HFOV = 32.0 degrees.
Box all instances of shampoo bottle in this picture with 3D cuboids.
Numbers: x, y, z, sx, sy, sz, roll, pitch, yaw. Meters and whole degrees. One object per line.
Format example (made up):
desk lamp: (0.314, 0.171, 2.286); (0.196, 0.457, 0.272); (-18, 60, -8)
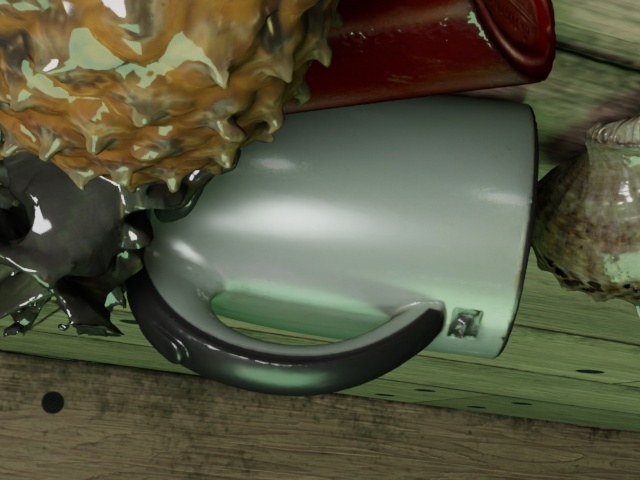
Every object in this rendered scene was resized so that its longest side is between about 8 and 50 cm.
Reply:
shampoo bottle: (-0.021, -0.100, 0.567); (0.260, 0.064, 0.102); (-3, 165, 32)

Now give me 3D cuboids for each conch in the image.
conch: (0.219, -0.035, 0.744); (0.155, 0.130, 0.207); (-25, 148, -14)

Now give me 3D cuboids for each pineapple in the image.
pineapple: (-0.099, -0.042, 0.479); (0.165, 0.166, 0.364); (9, 149, -15)

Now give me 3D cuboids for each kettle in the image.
kettle: (0.000, 0.000, 0.679); (0.236, 0.221, 0.161); (8, 138, 1)

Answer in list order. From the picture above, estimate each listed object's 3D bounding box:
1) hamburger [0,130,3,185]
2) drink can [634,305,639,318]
hamburger: (-0.258, -0.075, 0.646); (0.214, 0.125, 0.235); (-14, 162, 30)
drink can: (0.347, 0.025, 0.845); (0.118, 0.118, 0.205); (16, 164, -40)
